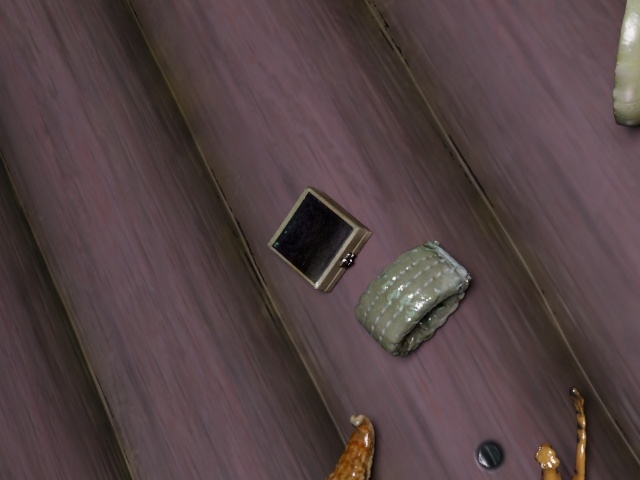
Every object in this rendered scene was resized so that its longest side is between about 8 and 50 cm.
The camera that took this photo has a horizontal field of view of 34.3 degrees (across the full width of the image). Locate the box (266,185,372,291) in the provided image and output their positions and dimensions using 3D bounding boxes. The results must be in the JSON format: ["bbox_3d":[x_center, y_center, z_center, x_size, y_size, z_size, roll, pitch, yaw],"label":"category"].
[{"bbox_3d":[0.000,0.000,1.070,0.083,0.035,0.079,39,101,27],"label":"box"}]

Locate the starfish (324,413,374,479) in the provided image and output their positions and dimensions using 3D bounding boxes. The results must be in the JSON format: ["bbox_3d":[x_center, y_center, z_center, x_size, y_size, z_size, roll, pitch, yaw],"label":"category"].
[{"bbox_3d":[0.007,0.345,0.965,0.375,0.094,0.327,37,111,42],"label":"starfish"}]

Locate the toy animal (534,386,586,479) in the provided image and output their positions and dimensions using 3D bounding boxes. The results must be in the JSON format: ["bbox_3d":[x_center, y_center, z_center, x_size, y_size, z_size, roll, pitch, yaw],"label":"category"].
[{"bbox_3d":[0.220,0.257,0.897,0.114,0.116,0.255,11,83,2],"label":"toy animal"}]

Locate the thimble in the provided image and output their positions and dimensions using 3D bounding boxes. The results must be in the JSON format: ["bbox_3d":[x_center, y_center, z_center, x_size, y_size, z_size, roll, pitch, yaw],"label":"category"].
[{"bbox_3d":[0.089,0.055,0.989,0.110,0.084,0.062,-43,67,2],"label":"thimble"}]

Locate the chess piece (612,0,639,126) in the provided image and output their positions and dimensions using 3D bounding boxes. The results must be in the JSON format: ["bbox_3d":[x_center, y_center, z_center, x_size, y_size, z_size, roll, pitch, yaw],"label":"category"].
[{"bbox_3d":[0.380,-0.149,0.845,0.251,0.144,0.144,11,88,22],"label":"chess piece"}]
